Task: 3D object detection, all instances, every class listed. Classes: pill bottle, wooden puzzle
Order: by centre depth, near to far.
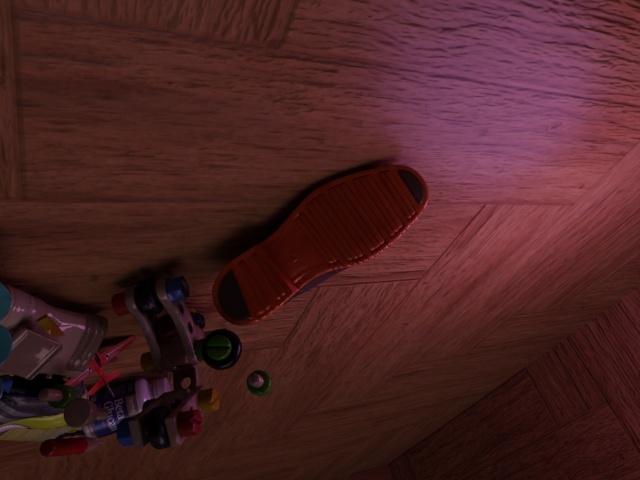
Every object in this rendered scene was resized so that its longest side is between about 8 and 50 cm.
[{"bbox_3d":[-0.412,0.158,0.740,0.116,0.014,0.078,-42,139,-13],"label":"wooden puzzle"},{"bbox_3d":[-0.398,0.341,1.092,0.170,0.094,0.094,-15,147,-11],"label":"pill bottle"}]

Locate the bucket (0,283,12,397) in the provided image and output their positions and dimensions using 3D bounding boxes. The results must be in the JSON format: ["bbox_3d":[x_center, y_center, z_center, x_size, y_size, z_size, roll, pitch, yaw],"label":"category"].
[{"bbox_3d":[-0.475,0.111,0.536,0.183,0.281,0.281,1,146,-1],"label":"bucket"}]

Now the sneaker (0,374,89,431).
[{"bbox_3d":[-0.561,0.272,0.907,0.300,0.111,0.121,-7,135,-31],"label":"sneaker"}]

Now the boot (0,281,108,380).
[{"bbox_3d":[-0.476,0.187,0.796,0.262,0.095,0.203,-46,146,4],"label":"boot"}]

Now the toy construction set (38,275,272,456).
[{"bbox_3d":[-0.258,0.227,0.852,0.309,0.257,0.237,-35,161,-8],"label":"toy construction set"}]

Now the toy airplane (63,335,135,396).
[{"bbox_3d":[-0.396,0.231,0.950,0.151,0.028,0.151,-39,145,-35],"label":"toy airplane"}]

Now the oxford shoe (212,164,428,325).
[{"bbox_3d":[0.000,0.000,0.829,0.364,0.129,0.133,-30,176,6],"label":"oxford shoe"}]

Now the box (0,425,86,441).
[{"bbox_3d":[-0.548,0.374,1.089,0.087,0.058,0.232,-33,145,18],"label":"box"}]
